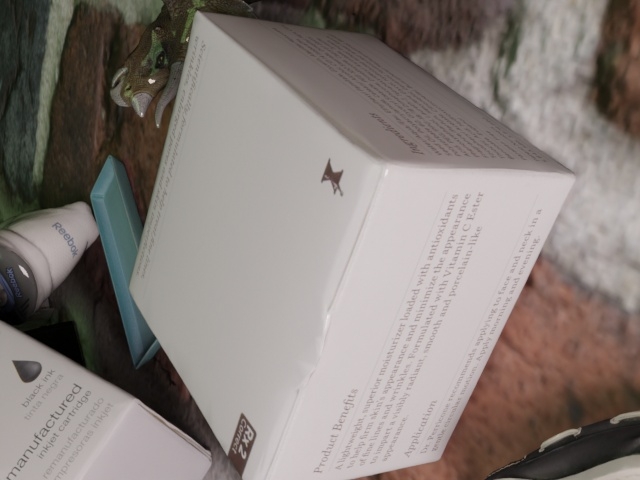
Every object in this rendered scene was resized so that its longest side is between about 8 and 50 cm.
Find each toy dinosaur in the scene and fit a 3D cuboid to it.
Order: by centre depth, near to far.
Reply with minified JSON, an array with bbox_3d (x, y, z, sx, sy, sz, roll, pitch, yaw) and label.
[{"bbox_3d":[-0.049,-0.227,0.552,0.160,0.121,0.313,48,124,28],"label":"toy dinosaur"}]

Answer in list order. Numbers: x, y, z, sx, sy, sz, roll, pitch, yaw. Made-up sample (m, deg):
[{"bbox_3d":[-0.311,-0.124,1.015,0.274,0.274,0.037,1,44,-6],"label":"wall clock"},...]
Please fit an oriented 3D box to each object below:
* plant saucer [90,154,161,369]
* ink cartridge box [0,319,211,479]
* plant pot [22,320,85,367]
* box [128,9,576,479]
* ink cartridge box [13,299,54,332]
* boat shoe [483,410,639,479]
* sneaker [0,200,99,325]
[{"bbox_3d":[-0.172,0.017,0.788,0.067,0.018,0.192,-50,53,43],"label":"plant saucer"},{"bbox_3d":[-0.278,0.181,0.684,0.308,0.129,0.223,20,67,34],"label":"ink cartridge box"},{"bbox_3d":[-0.344,0.213,0.907,0.188,0.167,0.187,-52,50,43],"label":"plant pot"},{"bbox_3d":[0.000,0.000,0.455,0.182,0.119,0.180,47,127,43],"label":"box"},{"bbox_3d":[-0.341,0.086,1.000,0.083,0.048,0.028,-43,57,45],"label":"ink cartridge box"},{"bbox_3d":[0.110,0.101,0.372,0.046,0.038,0.125,40,143,-5],"label":"boat shoe"},{"bbox_3d":[-0.326,0.028,0.915,0.297,0.129,0.111,-7,117,48],"label":"sneaker"}]
